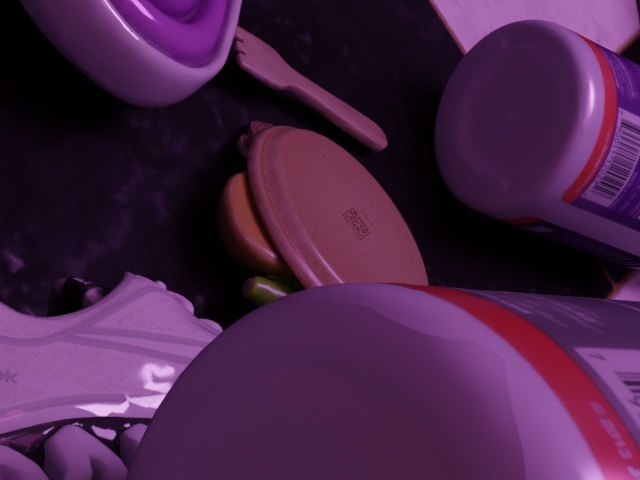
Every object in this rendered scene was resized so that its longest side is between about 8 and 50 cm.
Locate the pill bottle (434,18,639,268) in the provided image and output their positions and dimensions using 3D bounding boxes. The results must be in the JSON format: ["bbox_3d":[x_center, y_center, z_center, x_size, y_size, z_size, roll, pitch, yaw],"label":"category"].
[{"bbox_3d":[0.164,-0.044,0.940,0.193,0.108,0.108,18,54,-42],"label":"pill bottle"}]

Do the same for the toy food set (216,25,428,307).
[{"bbox_3d":[0.000,0.000,0.791,0.132,0.038,0.192,31,34,-40],"label":"toy food set"}]

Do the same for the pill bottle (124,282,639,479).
[{"bbox_3d":[0.128,0.126,0.568,0.363,0.210,0.210,6,62,-41],"label":"pill bottle"}]

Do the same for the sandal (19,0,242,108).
[{"bbox_3d":[-0.053,-0.237,0.808,0.169,0.102,0.416,38,41,-43],"label":"sandal"}]

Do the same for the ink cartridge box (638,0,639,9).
[{"bbox_3d":[0.343,-0.145,1.085,0.097,0.255,0.188,25,50,-37],"label":"ink cartridge box"}]

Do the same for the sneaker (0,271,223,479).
[{"bbox_3d":[-0.045,0.068,0.643,0.292,0.110,0.118,9,51,-46],"label":"sneaker"}]
